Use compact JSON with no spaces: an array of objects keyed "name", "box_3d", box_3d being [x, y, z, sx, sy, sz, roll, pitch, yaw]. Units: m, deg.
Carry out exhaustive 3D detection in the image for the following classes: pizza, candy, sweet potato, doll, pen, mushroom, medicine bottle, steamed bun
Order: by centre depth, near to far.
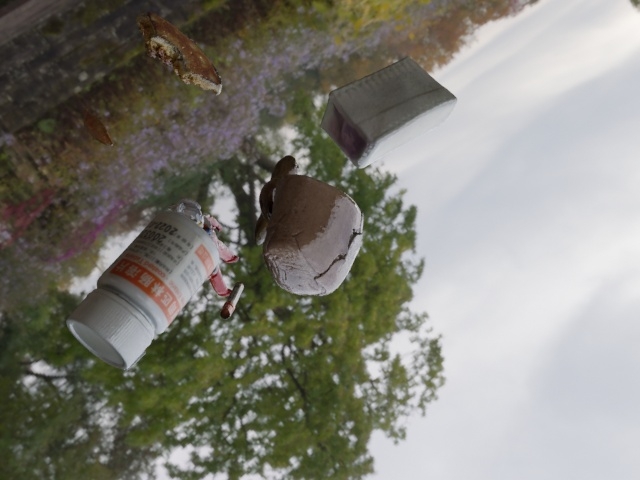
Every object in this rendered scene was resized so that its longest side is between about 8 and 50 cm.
[{"name":"medicine bottle","box_3d":[-0.292,0.080,1.115,0.144,0.144,0.252,-12,-145,54]},{"name":"sweet potato","box_3d":[-0.429,-0.212,1.280,0.034,0.095,0.034,-37,164,-12]},{"name":"steamed bun","box_3d":[0.000,0.000,1.584,0.199,0.301,0.252,3,-113,20]},{"name":"pen","box_3d":[-0.212,0.143,1.615,0.028,0.028,0.239,-31,-170,7]},{"name":"mushroom","box_3d":[-0.107,-0.098,1.709,0.087,0.127,0.127,-6,-152,33]},{"name":"pizza","box_3d":[-0.399,-0.515,1.864,0.085,0.305,0.161,-41,-171,30]},{"name":"candy","box_3d":[0.192,-0.364,1.884,0.358,0.208,0.145,-32,160,-31]},{"name":"sweet potato","box_3d":[-0.127,-0.115,1.892,0.274,0.075,0.075,-70,-160,-2]},{"name":"doll","box_3d":[-0.336,0.007,1.944,0.099,0.384,0.189,-7,-123,15]}]
